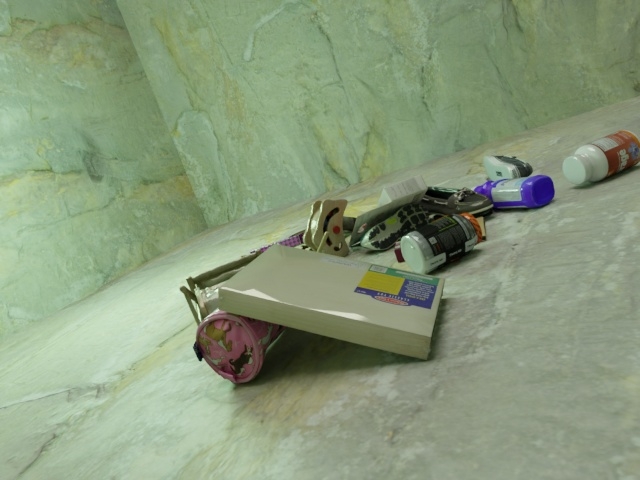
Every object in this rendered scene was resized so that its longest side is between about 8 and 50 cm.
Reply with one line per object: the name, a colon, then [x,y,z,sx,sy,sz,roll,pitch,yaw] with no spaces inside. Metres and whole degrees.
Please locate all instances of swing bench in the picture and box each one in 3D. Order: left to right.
swing bench: [-0.261,0.150,1.477,0.253,0.165,0.255,-22,6,-9]

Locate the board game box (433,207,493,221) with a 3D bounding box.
board game box: [0.477,-0.089,1.670,0.126,0.026,0.186,-22,11,-9]

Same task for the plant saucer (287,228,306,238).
plant saucer: [-0.069,-0.024,2.292,0.168,0.029,0.168,-18,11,4]

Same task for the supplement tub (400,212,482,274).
supplement tub: [0.315,0.004,1.283,0.190,0.117,0.117,-23,12,-16]

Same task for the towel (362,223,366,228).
towel: [0.320,-0.117,2.066,0.199,0.031,0.275,-11,15,42]

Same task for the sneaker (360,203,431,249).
sneaker: [0.253,-0.046,1.682,0.275,0.107,0.110,-23,0,-21]

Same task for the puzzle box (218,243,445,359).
puzzle box: [0.036,0.108,1.009,0.409,0.052,0.272,11,21,16]

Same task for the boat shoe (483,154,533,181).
boat shoe: [0.747,-0.294,1.980,0.102,0.108,0.301,-20,14,1]

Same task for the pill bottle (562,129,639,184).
pill bottle: [0.871,-0.252,1.535,0.216,0.121,0.121,-23,12,-12]

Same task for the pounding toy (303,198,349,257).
pounding toy: [0.045,-0.018,1.700,0.154,0.269,0.155,20,-10,-30]

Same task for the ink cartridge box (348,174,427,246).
ink cartridge box: [0.216,-0.099,1.736,0.261,0.066,0.296,-21,-18,-10]

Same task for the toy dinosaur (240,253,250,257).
toy dinosaur: [-0.303,0.066,2.157,0.082,0.090,0.047,24,1,-29]

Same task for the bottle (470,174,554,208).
bottle: [0.599,-0.151,1.587,0.118,0.092,0.283,-20,10,-23]

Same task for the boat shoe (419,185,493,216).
boat shoe: [0.433,-0.139,1.665,0.112,0.095,0.335,-25,12,-22]

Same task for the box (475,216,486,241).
box: [0.407,-0.018,1.472,0.164,0.021,0.201,-15,12,21]

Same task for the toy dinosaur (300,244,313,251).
toy dinosaur: [-0.006,0.036,1.863,0.112,0.064,0.211,4,32,31]

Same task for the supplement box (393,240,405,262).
supplement box: [0.251,0.028,1.462,0.055,0.043,0.083,-16,11,17]

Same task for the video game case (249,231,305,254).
video game case: [-0.117,0.009,1.883,0.232,0.041,0.210,-18,0,30]

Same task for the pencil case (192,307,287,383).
pencil case: [-0.131,0.168,1.150,0.167,0.160,0.386,-33,5,25]

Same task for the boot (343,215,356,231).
boot: [0.026,-0.078,2.088,0.161,0.083,0.246,6,-6,-38]
